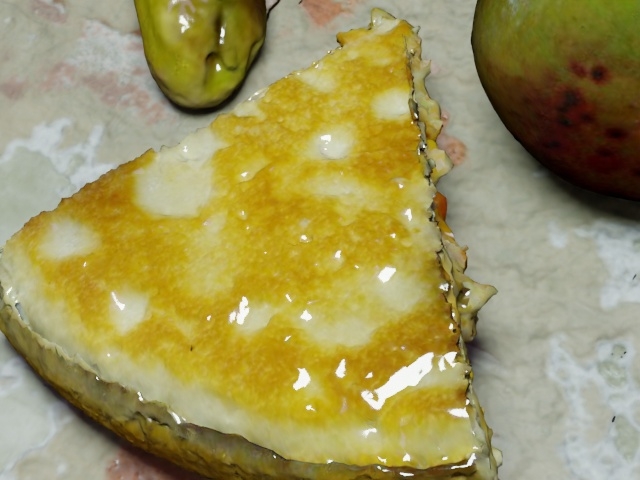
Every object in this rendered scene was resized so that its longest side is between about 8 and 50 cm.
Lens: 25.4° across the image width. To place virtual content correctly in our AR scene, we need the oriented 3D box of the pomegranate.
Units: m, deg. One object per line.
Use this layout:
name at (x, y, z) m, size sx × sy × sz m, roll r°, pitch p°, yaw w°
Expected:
pomegranate at (0.277, -0.186, 1.084) m, size 0.291 × 0.291 × 0.323 m, roll 20°, pitch 54°, yaw 16°

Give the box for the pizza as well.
pizza at (0.000, 0.000, 1.075) m, size 0.440 × 0.130 × 0.406 m, roll 18°, pitch 61°, yaw 27°

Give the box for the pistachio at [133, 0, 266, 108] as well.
pistachio at (-0.108, -0.206, 1.218) m, size 0.100 × 0.110 × 0.189 m, roll -23°, pitch 55°, yaw 27°
